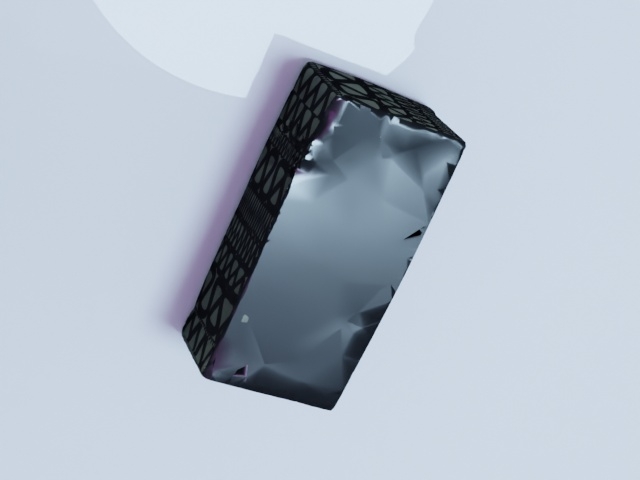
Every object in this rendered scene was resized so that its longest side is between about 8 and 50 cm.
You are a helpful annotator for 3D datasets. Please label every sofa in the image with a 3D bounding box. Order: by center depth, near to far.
[{"bbox_3d":[0.000,0.000,0.559,0.060,0.039,0.118,18,107,-24],"label":"sofa"}]
